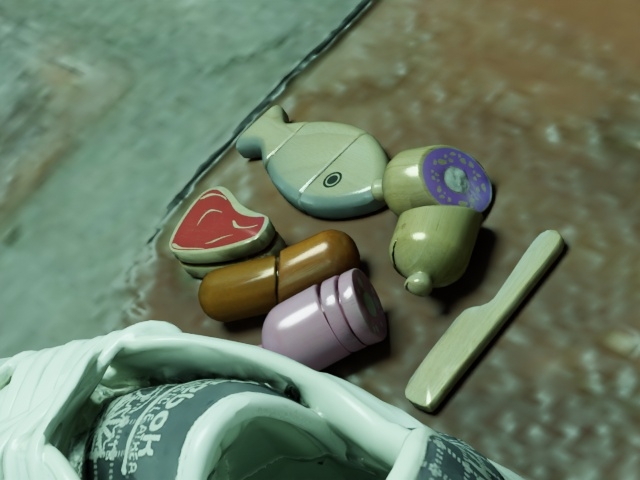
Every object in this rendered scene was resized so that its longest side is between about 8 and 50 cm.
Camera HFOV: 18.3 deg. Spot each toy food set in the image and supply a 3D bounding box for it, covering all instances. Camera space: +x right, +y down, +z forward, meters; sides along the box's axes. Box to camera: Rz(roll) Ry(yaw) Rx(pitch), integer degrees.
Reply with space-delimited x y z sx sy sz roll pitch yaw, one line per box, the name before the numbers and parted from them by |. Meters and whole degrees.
toy food set | 0.000 0.000 0.509 0.122 0.019 0.078 20 64 47

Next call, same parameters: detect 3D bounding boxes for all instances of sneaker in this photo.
sneaker | -0.038 0.053 0.422 0.235 0.095 0.090 7 56 43
